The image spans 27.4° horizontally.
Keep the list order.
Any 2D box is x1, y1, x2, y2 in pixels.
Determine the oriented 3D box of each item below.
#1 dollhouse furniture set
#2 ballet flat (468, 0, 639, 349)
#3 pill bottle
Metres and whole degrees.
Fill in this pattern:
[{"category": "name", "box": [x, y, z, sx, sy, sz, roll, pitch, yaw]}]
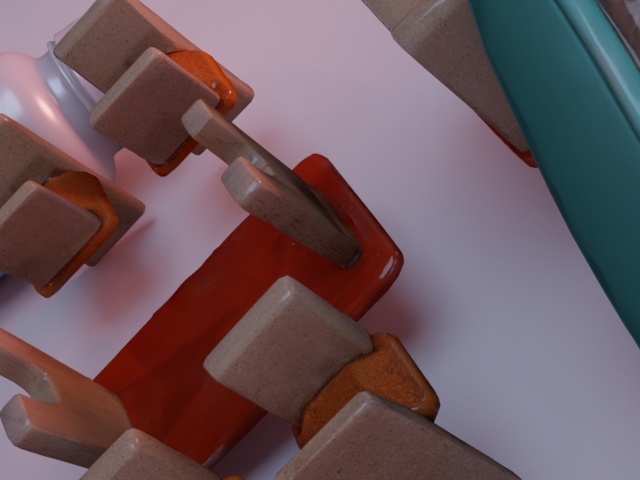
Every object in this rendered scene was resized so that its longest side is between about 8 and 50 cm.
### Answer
[{"category": "dollhouse furniture set", "box": [0.000, 0.000, 0.504, 0.259, 0.135, 0.262, -46, 44, 11]}, {"category": "ballet flat", "box": [0.150, 0.035, 0.327, 0.124, 0.116, 0.342, -19, 65, -3]}, {"category": "pill bottle", "box": [-0.158, -0.034, 0.634, 0.160, 0.087, 0.087, -36, 45, 4]}]
